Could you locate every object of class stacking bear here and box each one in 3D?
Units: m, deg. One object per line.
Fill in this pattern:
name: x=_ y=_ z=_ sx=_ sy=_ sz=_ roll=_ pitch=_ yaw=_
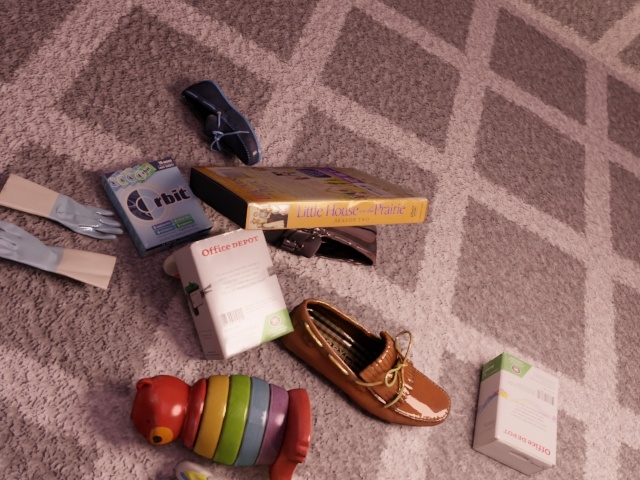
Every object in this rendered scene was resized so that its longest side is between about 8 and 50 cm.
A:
stacking bear: x=-0.176 y=0.304 z=1.150 sx=0.288 sy=0.175 sz=0.164 roll=14 pitch=40 yaw=-11

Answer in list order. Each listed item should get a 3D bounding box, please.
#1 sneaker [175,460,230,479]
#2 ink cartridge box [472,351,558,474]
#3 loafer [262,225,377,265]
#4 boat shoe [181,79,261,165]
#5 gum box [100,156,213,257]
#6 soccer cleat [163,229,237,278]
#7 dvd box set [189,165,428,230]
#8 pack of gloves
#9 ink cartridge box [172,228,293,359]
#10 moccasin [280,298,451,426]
sneaker: x=-0.161 y=0.464 z=1.090 sx=0.240 sy=0.091 sz=0.126 roll=28 pitch=79 yaw=21
ink cartridge box: x=0.430 y=0.379 z=1.476 sx=0.154 sy=0.093 sz=0.212 roll=27 pitch=49 yaw=-11
loafer: x=0.000 y=0.000 z=1.479 sx=0.302 sy=0.109 sz=0.095 roll=5 pitch=63 yaw=-29
boat shoe: x=-0.230 y=-0.255 z=1.533 sx=0.089 sy=0.109 sz=0.258 roll=-23 pitch=57 yaw=-30
gum box: x=-0.334 y=-0.072 z=1.377 sx=0.157 sy=0.041 sz=0.184 roll=-23 pitch=74 yaw=-37
soccer cleat: x=-0.231 y=0.026 z=1.361 sx=0.196 sy=0.068 sz=0.076 roll=-14 pitch=49 yaw=-34
dvd box set: x=-0.029 y=-0.097 z=1.432 sx=0.420 sy=0.062 sz=0.307 roll=-3 pitch=19 yaw=-31
pack of gloves: x=-0.495 y=-0.007 z=1.258 sx=0.232 sy=0.046 sz=0.195 roll=21 pitch=40 yaw=-20
ink cartridge box: x=-0.166 y=0.097 z=1.282 sx=0.160 sy=0.092 sz=0.220 roll=-17 pitch=90 yaw=-36
moccasin: x=0.105 y=0.240 z=1.348 sx=0.380 sy=0.147 sz=0.139 roll=39 pitch=49 yaw=-1
